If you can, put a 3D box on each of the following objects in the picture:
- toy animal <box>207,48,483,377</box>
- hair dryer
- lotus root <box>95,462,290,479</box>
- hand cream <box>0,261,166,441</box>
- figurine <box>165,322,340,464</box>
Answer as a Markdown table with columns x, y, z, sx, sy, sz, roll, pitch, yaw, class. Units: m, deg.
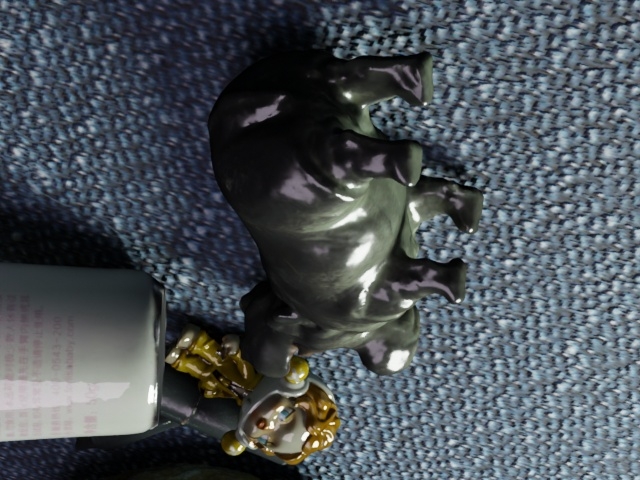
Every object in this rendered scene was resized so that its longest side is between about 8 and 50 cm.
| x | y | z | sx | sy | sz | roll | pitch | yaw | class |
| --- | --- | --- | --- | --- | --- | --- | --- | --- | --- |
| 0.017 | 0.005 | 1.251 | 0.168 | 0.106 | 0.343 | 9 | 149 | 7 | toy animal |
| -0.128 | 0.154 | 1.577 | 0.173 | 0.050 | 0.195 | 26 | 149 | -15 | hair dryer |
| -0.142 | 0.284 | 1.663 | 0.349 | 0.175 | 0.175 | -12 | 138 | 33 | lotus root |
| -0.287 | 0.081 | 1.376 | 0.359 | 0.118 | 0.185 | 1 | 110 | -10 | hand cream |
| -0.053 | 0.119 | 1.476 | 0.143 | 0.068 | 0.101 | 13 | 121 | 3 | figurine |
